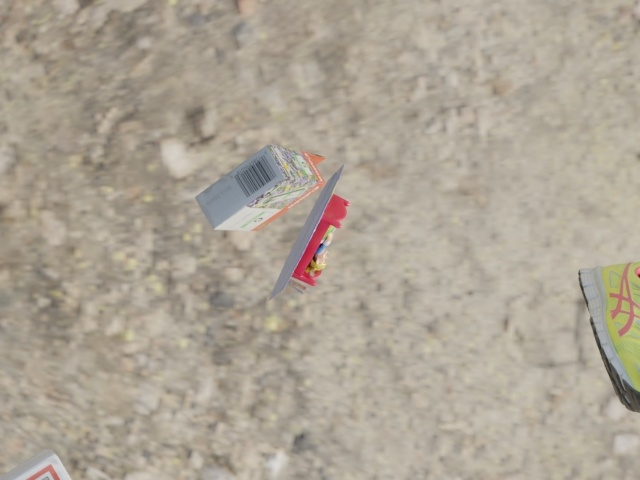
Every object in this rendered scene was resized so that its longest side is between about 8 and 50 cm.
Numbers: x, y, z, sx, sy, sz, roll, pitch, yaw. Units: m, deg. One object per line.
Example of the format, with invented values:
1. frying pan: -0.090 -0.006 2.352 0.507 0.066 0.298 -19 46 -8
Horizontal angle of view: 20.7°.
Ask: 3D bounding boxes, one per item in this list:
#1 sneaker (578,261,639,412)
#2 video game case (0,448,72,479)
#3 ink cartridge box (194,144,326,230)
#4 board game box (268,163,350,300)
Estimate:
1. sneaker: 0.325 0.087 1.781 0.094 0.208 0.081 -17 129 9
2. video game case: -0.251 0.349 1.507 0.204 0.025 0.285 -32 109 -15
3. ink cartridge box: -0.033 -0.034 1.189 0.063 0.115 0.029 -35 77 17
4. board game box: 0.000 0.000 1.665 0.033 0.169 0.133 27 79 -5
